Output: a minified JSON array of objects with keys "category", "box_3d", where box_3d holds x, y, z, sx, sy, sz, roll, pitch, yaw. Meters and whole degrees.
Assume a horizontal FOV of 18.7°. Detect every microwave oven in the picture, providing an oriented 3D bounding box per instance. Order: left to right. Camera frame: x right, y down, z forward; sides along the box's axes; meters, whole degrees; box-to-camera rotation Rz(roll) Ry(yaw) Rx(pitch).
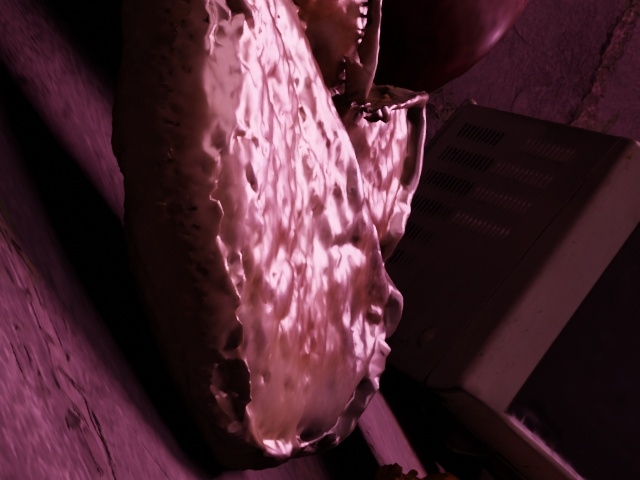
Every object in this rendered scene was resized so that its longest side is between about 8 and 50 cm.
[{"category":"microwave oven","box_3d":[0.221,0.125,1.428,0.394,0.247,0.333,42,-7,-21]}]

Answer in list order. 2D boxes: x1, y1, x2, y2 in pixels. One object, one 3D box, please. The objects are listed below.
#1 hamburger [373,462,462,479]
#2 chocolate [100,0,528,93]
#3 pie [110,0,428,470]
[{"category":"hamburger","box_3d":[0.083,0.219,1.252,0.147,0.083,0.138,63,0,-42]},{"category":"chocolate","box_3d":[0.007,-0.253,1.236,0.331,0.383,0.384,55,10,-55]},{"category":"pie","box_3d":[-0.021,-0.046,0.960,0.337,0.075,0.337,3,90,-67]}]
